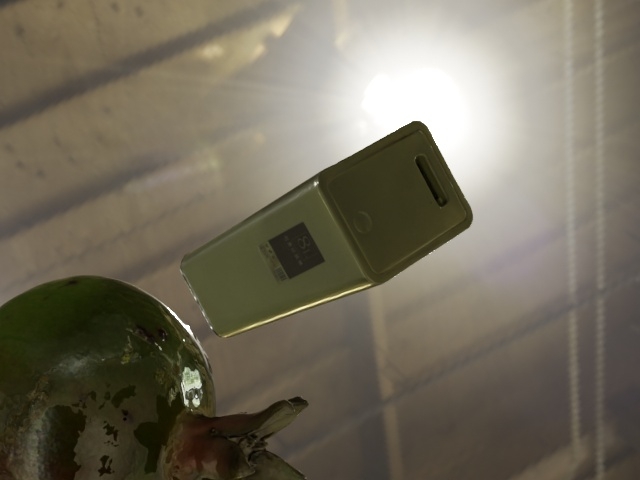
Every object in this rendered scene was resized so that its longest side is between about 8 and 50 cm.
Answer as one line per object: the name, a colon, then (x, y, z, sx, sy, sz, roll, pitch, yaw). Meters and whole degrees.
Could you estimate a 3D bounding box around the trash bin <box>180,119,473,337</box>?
trash bin: (0.000, 0.000, 0.572, 0.061, 0.092, 0.043, -31, -88, -42)

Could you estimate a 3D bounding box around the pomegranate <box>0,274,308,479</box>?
pomegranate: (-0.120, 0.117, 0.988, 0.181, 0.224, 0.181, -39, -45, -55)
